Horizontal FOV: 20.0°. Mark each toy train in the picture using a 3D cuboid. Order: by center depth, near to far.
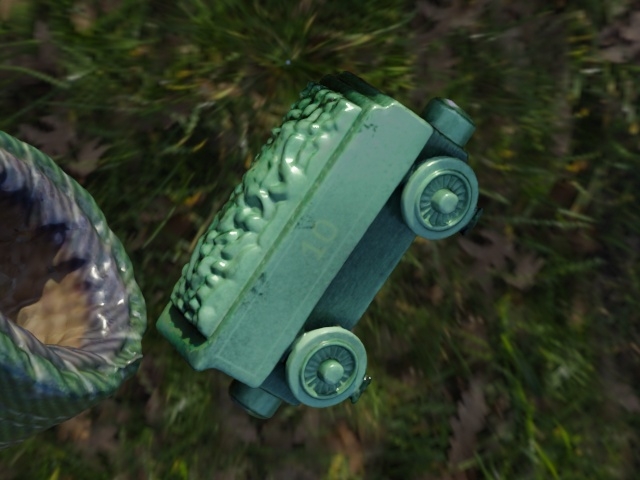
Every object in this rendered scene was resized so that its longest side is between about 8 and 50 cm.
[{"bbox_3d":[0.000,0.000,0.826,0.099,0.070,0.172,32,94,-33],"label":"toy train"}]

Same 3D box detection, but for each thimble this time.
[{"bbox_3d":[-0.146,0.023,0.757,0.090,0.118,0.135,-26,133,27],"label":"thimble"}]
